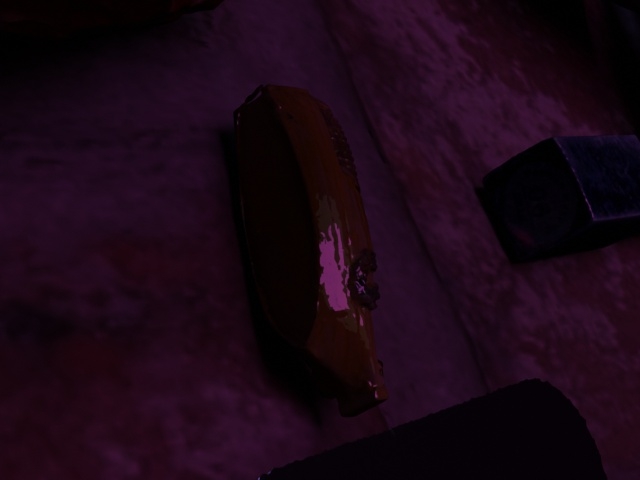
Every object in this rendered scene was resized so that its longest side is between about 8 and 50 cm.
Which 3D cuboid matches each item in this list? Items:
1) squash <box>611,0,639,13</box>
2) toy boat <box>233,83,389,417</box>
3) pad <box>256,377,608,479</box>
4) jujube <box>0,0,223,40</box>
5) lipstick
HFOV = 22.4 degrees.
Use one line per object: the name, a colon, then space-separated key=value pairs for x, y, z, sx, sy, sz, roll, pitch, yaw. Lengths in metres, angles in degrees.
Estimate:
squash: x=0.121 y=-0.326 z=0.895 sx=0.384 sy=0.263 sz=0.263 roll=27 pitch=43 yaw=-36
toy boat: x=0.000 y=0.000 z=0.655 sx=0.049 sy=0.047 sz=0.149 roll=20 pitch=47 yaw=-43
pad: x=0.046 y=0.250 z=0.530 sx=0.315 sy=0.063 sz=0.375 roll=-8 pitch=79 yaw=-55
jujube: x=-0.076 y=-0.155 z=0.604 sx=0.155 sy=0.155 sz=0.230 roll=58 pitch=27 yaw=2
lipstick: x=0.193 y=-0.030 z=0.928 sx=0.312 sy=0.051 sz=0.051 roll=-7 pitch=67 yaw=-56
